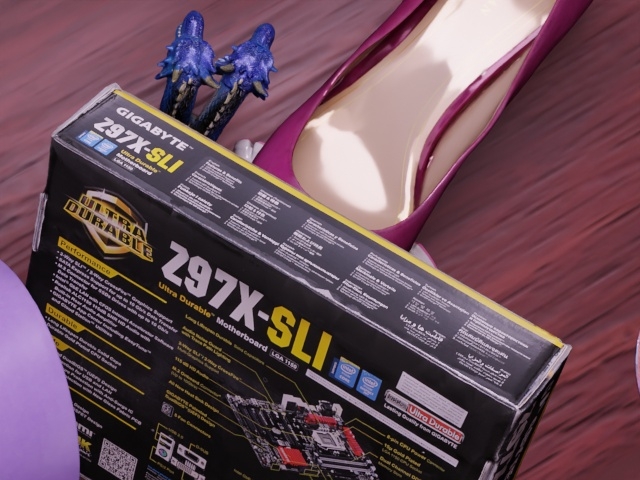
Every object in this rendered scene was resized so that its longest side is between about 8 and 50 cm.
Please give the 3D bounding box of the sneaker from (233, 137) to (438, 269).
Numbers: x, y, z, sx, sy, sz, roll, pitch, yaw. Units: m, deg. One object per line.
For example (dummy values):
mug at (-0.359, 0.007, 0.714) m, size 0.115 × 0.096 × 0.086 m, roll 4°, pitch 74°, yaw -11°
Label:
sneaker at (0.000, 0.000, 1.384) m, size 0.170 × 0.063 × 0.075 m, roll 30°, pitch 84°, yaw -2°

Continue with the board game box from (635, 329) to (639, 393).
board game box at (0.315, 0.092, 1.442) m, size 0.168 × 0.033 × 0.133 m, roll 3°, pitch 87°, yaw -8°

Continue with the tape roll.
tape roll at (-0.231, 0.107, 1.252) m, size 0.080 × 0.189 × 0.189 m, roll -16°, pitch 91°, yaw -32°

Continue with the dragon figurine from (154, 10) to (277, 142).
dragon figurine at (-0.113, -0.017, 1.324) m, size 0.085 × 0.144 × 0.289 m, roll 22°, pitch 85°, yaw -7°

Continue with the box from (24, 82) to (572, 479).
box at (-0.035, 0.090, 1.207) m, size 0.322 × 0.257 × 0.079 m, roll 30°, pitch 41°, yaw 15°

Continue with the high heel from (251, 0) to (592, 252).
high heel at (0.057, -0.098, 1.292) m, size 0.127 × 0.181 × 0.377 m, roll 35°, pitch 66°, yaw 5°
